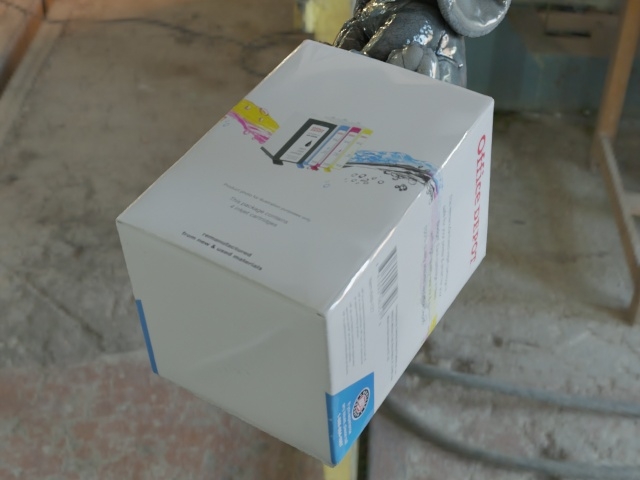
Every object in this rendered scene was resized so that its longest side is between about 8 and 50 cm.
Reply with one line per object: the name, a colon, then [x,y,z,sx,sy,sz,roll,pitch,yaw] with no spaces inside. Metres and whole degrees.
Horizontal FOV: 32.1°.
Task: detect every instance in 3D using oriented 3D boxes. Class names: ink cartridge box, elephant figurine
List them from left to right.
ink cartridge box: [0.000,0.000,0.808,0.168,0.171,0.233,23,51,24]
elephant figurine: [0.088,-0.224,1.011,0.169,0.186,0.239,19,79,8]
